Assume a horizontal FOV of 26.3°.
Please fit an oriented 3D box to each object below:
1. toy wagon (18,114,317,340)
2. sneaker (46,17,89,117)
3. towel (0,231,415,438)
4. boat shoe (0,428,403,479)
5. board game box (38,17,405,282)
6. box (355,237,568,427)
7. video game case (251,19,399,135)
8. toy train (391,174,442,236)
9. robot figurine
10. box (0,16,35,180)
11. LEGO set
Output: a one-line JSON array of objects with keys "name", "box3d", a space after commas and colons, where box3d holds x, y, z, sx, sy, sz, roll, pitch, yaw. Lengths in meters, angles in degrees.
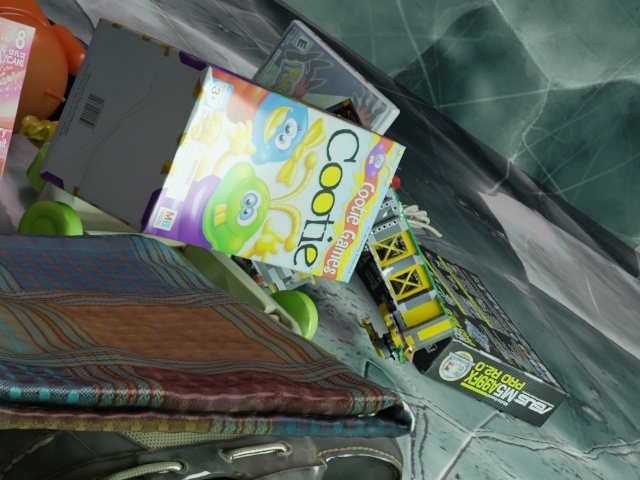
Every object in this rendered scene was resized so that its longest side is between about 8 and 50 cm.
[{"name": "toy wagon", "box3d": [-0.157, 0.015, 1.226, 0.344, 0.068, 0.267, 42, 16, 22]}, {"name": "sneaker", "box3d": [-0.215, -0.135, 1.468, 0.283, 0.107, 0.124, 47, 12, 26]}, {"name": "towel", "box3d": [-0.146, 0.045, 0.862, 0.271, 0.040, 0.370, 5, 10, -32]}, {"name": "boat shoe", "box3d": [-0.074, 0.170, 0.923, 0.355, 0.132, 0.130, 11, 41, -42]}, {"name": "board game box", "box3d": [-0.077, -0.070, 1.191, 0.142, 0.144, 0.275, 27, 7, 37]}, {"name": "box", "box3d": [0.167, 0.101, 1.731, 0.216, 0.060, 0.270, 26, 19, -36]}, {"name": "video game case", "box3d": [-0.025, -0.141, 1.713, 0.183, 0.201, 0.023, 44, 20, 19]}, {"name": "toy train", "box3d": [0.041, -0.065, 1.865, 0.248, 0.105, 0.143, 24, 8, -42]}, {"name": "robot figurine", "box3d": [-0.320, -0.184, 1.322, 0.158, 0.128, 0.219, 39, 10, -44]}, {"name": "box", "box3d": [-0.355, -0.115, 0.922, 0.142, 0.154, 0.300, 16, 4, 30]}, {"name": "LEGO set", "box3d": [0.000, 0.000, 1.527, 0.331, 0.192, 0.255, -110, 176, -49]}]
